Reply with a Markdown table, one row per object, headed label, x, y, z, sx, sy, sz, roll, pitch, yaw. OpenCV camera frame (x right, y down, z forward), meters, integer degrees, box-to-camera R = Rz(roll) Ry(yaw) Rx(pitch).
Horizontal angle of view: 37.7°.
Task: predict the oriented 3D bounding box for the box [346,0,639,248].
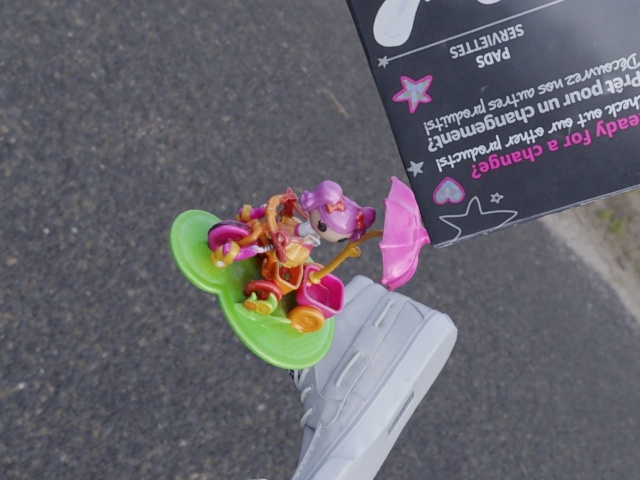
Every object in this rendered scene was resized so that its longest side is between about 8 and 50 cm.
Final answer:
| label | x | y | z | sx | sy | sz | roll | pitch | yaw |
| --- | --- | --- | --- | --- | --- | --- | --- | --- | --- |
| box | 0.107 | -0.117 | 0.446 | 0.247 | 0.163 | 0.142 | -69 | 139 | -69 |

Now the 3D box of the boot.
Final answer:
| label | x | y | z | sx | sy | sz | roll | pitch | yaw |
| --- | --- | --- | --- | --- | --- | --- | --- | --- | --- |
| boot | 0.010 | 0.148 | 0.859 | 0.123 | 0.095 | 0.258 | 28 | 60 | 23 |

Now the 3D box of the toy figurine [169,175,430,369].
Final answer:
| label | x | y | z | sx | sy | sz | roll | pitch | yaw |
| --- | --- | --- | --- | --- | --- | --- | --- | --- | --- |
| toy figurine | 0.000 | 0.000 | 0.711 | 0.173 | 0.159 | 0.130 | 35 | 41 | -28 |

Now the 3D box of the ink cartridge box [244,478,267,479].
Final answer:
| label | x | y | z | sx | sy | sz | roll | pitch | yaw |
| --- | --- | --- | --- | --- | --- | --- | --- | --- | --- |
| ink cartridge box | -0.016 | 0.252 | 0.558 | 0.235 | 0.056 | 0.171 | 56 | 25 | -59 |
